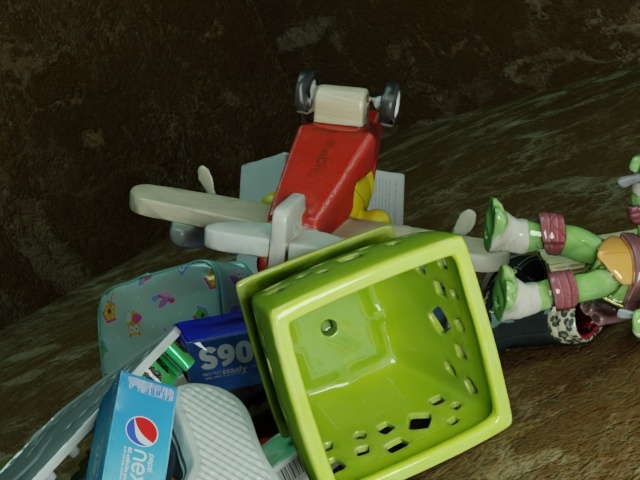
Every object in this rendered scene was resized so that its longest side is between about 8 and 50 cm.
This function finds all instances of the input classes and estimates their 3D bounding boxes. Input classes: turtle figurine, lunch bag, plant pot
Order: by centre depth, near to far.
[{"bbox_3d":[0.322,0.003,1.408,0.266,0.197,0.275,-1,1,-6],"label":"turtle figurine"},{"bbox_3d":[0.041,0.115,1.418,0.227,0.228,0.207,-21,17,-16],"label":"plant pot"},{"bbox_3d":[-0.209,0.155,1.961,0.279,0.224,0.108,-18,-12,39],"label":"lunch bag"}]

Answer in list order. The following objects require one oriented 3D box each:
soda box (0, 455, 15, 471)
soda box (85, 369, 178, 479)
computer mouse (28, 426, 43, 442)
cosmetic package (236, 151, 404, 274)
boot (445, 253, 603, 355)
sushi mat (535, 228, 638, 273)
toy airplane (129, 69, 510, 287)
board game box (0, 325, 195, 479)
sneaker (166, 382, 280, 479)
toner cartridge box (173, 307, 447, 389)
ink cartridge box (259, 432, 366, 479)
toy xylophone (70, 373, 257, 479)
[{"bbox_3d":[-0.517,0.381,1.940,0.181,0.061,0.058,-23,9,8],"label":"soda box"},{"bbox_3d":[-0.198,0.241,1.341,0.071,0.067,0.210,-53,24,43],"label":"soda box"},{"bbox_3d":[-0.419,0.306,2.160,0.106,0.042,0.193,-17,12,30],"label":"computer mouse"},{"bbox_3d":[0.000,0.000,2.013,0.225,0.224,0.138,8,-10,-32],"label":"cosmetic package"},{"bbox_3d":[0.278,0.075,1.626,0.179,0.085,0.236,-11,16,37],"label":"boot"},{"bbox_3d":[0.426,-0.002,1.622,0.316,0.019,0.151,-10,10,1],"label":"sushi mat"},{"bbox_3d":[-0.005,-0.013,1.705,0.384,0.272,0.386,-20,44,-23],"label":"toy airplane"},{"bbox_3d":[-0.346,0.295,1.547,0.390,0.050,0.390,-48,8,-38],"label":"board game box"},{"bbox_3d":[-0.107,0.282,1.350,0.126,0.127,0.321,14,21,-17],"label":"sneaker"},{"bbox_3d":[-0.014,0.127,1.774,0.348,0.075,0.165,-9,8,-10],"label":"toner cartridge box"},{"bbox_3d":[-0.066,0.255,1.566,0.225,0.056,0.181,-11,16,48],"label":"ink cartridge box"},{"bbox_3d":[-0.211,0.265,1.717,0.236,0.081,0.322,-28,8,11],"label":"toy xylophone"}]
